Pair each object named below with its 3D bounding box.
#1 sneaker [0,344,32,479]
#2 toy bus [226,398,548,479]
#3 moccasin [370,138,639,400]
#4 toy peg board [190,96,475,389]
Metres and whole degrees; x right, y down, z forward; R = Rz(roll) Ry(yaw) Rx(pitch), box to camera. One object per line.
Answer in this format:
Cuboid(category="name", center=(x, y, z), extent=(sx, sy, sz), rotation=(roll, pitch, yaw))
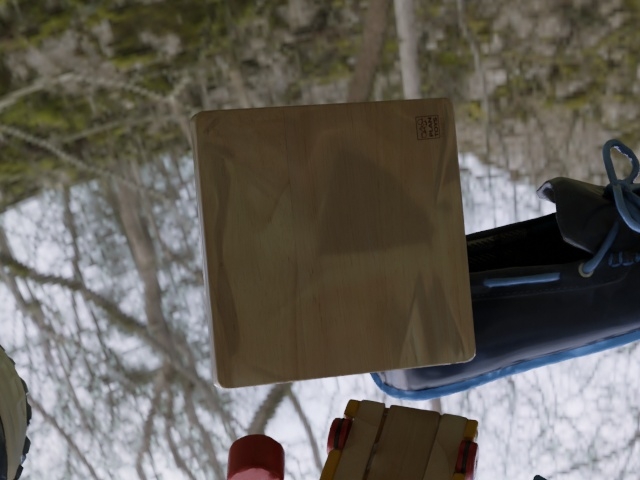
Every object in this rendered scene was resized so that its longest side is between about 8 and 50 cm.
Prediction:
Cuboid(category="sneaker", center=(-0.284, 0.063, 0.878), extent=(0.110, 0.122, 0.283), rotation=(-48, -119, 17))
Cuboid(category="toy bus", center=(0.041, 0.197, 0.917), extent=(0.202, 0.104, 0.191), rotation=(-19, -139, -22))
Cuboid(category="moccasin", center=(0.185, 0.011, 1.026), extent=(0.342, 0.117, 0.138), rotation=(-22, -163, -1))
Cuboid(category="toy peg board", center=(0.000, 0.000, 0.884), extent=(0.160, 0.079, 0.161), rotation=(-5, -89, -17))
